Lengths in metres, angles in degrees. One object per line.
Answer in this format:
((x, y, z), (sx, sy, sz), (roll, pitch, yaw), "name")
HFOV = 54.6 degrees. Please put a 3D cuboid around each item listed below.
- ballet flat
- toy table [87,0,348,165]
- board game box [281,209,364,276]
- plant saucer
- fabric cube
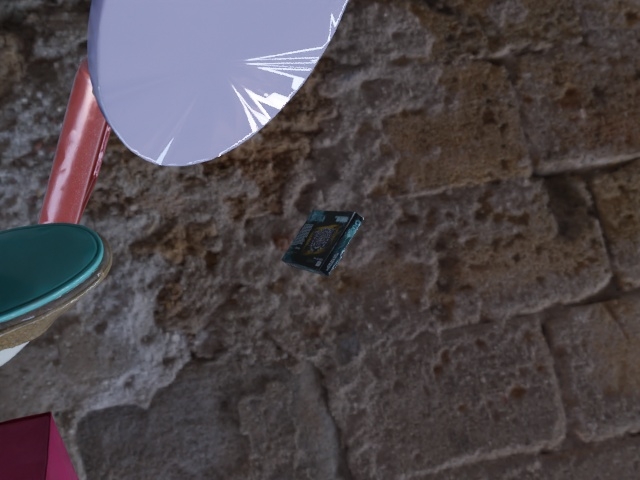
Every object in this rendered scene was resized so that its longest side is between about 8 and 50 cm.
((-0.355, 0.089, 0.562), (0.343, 0.116, 0.124), (-27, 149, -31), "ballet flat")
((-0.096, -0.209, 0.501), (0.274, 0.161, 0.252), (-50, 134, 2), "toy table")
((0.000, 0.000, 1.171), (0.026, 0.126, 0.186), (36, 169, -22), "board game box")
((-0.327, -0.142, 0.870), (0.048, 0.259, 0.258), (18, -158, -18), "plant saucer")
((-0.653, 0.549, 1.260), (0.259, 0.254, 0.258), (-9, 129, -11), "fabric cube")
